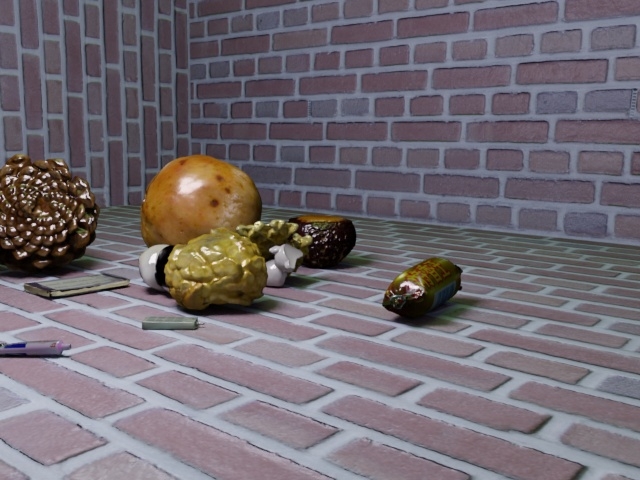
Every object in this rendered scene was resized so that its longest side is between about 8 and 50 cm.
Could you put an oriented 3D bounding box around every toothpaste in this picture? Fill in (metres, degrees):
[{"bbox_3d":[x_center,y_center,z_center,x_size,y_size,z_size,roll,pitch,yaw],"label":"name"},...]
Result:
[{"bbox_3d":[-0.557,0.204,1.253,0.170,0.028,0.045,-3,2,2],"label":"toothpaste"}]

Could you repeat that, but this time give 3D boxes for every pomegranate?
[{"bbox_3d":[-0.337,-0.065,2.013,0.410,0.409,0.410,1,9,0],"label":"pomegranate"}]

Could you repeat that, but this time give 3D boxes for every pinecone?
[{"bbox_3d":[-0.863,-0.067,2.035,0.385,0.384,0.384,1,9,0],"label":"pinecone"}]

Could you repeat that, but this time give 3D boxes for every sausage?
[{"bbox_3d":[0.232,0.116,1.587,0.125,0.117,0.317,7,10,29],"label":"sausage"}]

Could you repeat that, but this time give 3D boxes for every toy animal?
[{"bbox_3d":[-0.141,0.077,1.861,0.182,0.127,0.131,-41,13,28],"label":"toy animal"},{"bbox_3d":[-0.395,0.080,1.775,0.179,0.138,0.166,-3,-15,34],"label":"toy animal"}]

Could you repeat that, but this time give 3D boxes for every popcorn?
[{"bbox_3d":[-0.259,0.074,1.627,0.250,0.189,0.250,1,26,-1],"label":"popcorn"}]

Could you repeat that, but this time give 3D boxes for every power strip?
[{"bbox_3d":[-0.323,0.181,1.451,0.136,0.019,0.051,0,7,-1],"label":"power strip"}]

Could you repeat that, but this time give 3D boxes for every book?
[{"bbox_3d":[-0.659,0.122,1.798,0.158,0.026,0.231,6,9,44],"label":"book"}]

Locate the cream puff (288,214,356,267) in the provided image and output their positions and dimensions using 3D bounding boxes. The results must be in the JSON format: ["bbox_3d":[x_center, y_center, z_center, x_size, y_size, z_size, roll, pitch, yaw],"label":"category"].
[{"bbox_3d":[0.000,0.000,2.168,0.239,0.164,0.239,1,8,0],"label":"cream puff"}]

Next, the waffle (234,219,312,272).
[{"bbox_3d":[-0.157,0.025,1.885,0.250,0.056,0.261,1,-33,-15],"label":"waffle"}]
